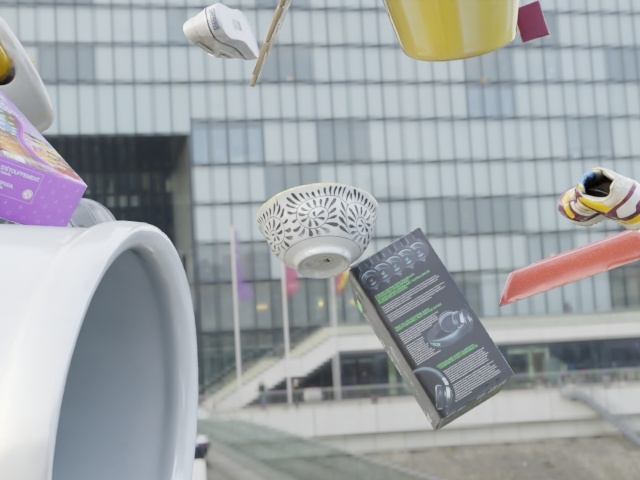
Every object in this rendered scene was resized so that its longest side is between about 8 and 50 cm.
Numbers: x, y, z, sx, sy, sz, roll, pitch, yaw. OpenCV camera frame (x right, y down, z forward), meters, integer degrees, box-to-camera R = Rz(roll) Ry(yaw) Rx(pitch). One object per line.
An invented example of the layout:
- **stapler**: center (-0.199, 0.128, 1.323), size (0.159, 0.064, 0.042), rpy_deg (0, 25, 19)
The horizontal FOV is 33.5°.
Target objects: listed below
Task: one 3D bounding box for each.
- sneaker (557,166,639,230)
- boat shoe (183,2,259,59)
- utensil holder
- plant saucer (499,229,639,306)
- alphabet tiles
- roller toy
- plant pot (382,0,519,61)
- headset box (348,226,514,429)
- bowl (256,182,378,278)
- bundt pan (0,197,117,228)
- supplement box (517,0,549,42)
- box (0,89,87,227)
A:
- **sneaker**: center (0.362, -0.064, 1.405), size (0.084, 0.070, 0.185), rpy_deg (39, -12, -21)
- **boat shoe**: center (-0.194, -0.400, 2.099), size (0.088, 0.096, 0.267), rpy_deg (-17, 1, 13)
- **utensil holder**: center (-0.319, 0.143, 0.793), size (0.385, 0.328, 0.327), rpy_deg (2, -5, 9)
- **plant saucer**: center (0.420, 0.032, 1.697), size (0.258, 0.048, 0.259), rpy_deg (-21, -4, 20)
- **alphabet tiles**: center (-0.026, -0.393, 1.501), size (0.011, 0.285, 0.342), rpy_deg (22, -51, -5)
- **roller toy**: center (-0.460, -0.217, 1.458), size (0.146, 0.209, 0.191), rpy_deg (-33, 43, -16)
- **plant pot**: center (0.172, -0.383, 1.447), size (0.254, 0.239, 0.254), rpy_deg (-10, 28, 5)
- **headset box**: center (0.163, 0.137, 1.669), size (0.131, 0.283, 0.246), rpy_deg (-30, -14, -4)
- **bowl**: center (0.000, 0.000, 1.439), size (0.170, 0.080, 0.170), rpy_deg (-5, -30, -3)
- **bundt pan**: center (-0.392, 0.048, 1.368), size (0.330, 0.124, 0.331), rpy_deg (-23, -24, -11)
- **supplement box**: center (0.319, -0.332, 1.618), size (0.043, 0.055, 0.083), rpy_deg (-18, 7, 11)
- **box**: center (-0.356, -0.113, 0.963), size (0.201, 0.057, 0.293), rpy_deg (22, 12, -40)
